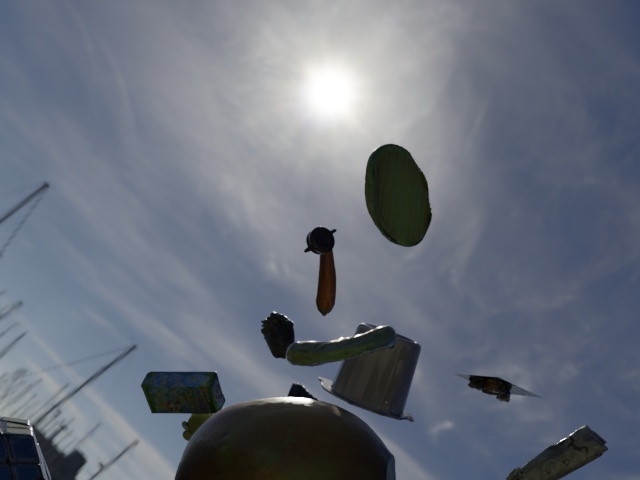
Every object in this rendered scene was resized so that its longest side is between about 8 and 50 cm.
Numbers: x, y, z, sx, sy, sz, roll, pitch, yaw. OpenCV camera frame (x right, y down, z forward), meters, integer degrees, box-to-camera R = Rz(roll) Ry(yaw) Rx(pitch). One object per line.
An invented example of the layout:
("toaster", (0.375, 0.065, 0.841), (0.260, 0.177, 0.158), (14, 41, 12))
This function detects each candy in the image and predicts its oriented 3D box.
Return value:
("candy", (-0.348, 0.385, 2.074), (0.195, 0.062, 0.097), (-3, -61, 17))

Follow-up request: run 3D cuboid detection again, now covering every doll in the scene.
("doll", (-0.295, 0.497, 2.047), (0.162, 0.106, 0.062), (-103, -158, -54))

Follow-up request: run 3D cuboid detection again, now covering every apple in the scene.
("apple", (-0.040, 0.411, 1.268), (0.374, 0.374, 0.384), (44, 6, 5))

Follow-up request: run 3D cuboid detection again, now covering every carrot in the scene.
("carrot", (0.019, 0.091, 2.420), (0.062, 0.271, 0.066), (-5, -18, 20))

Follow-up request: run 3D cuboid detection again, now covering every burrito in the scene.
("burrito", (0.438, 0.415, 1.531), (0.064, 0.203, 0.064), (55, 8, -12))

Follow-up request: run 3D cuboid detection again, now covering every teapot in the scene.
("teapot", (0.000, 0.000, 2.002), (0.067, 0.100, 0.045), (57, -30, -4))

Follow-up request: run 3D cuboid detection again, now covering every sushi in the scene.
("sushi", (0.433, 0.370, 2.000), (0.201, 0.031, 0.139), (27, -21, -37))

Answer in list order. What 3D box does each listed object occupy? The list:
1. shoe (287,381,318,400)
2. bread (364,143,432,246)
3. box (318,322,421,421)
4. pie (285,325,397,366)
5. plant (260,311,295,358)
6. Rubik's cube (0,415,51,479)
("shoe", (-0.008, 0.421, 1.993), (0.106, 0.091, 0.207), (-15, -53, 37))
("bread", (0.218, -0.124, 2.280), (0.045, 0.301, 0.301), (-12, -60, 41))
("box", (0.142, 0.338, 2.207), (0.262, 0.206, 0.291), (23, -1, -43))
("pie", (0.047, 0.216, 1.658), (0.240, 0.241, 0.054), (149, -69, -65))
("plant", (-0.121, 0.274, 2.390), (0.143, 0.092, 0.094), (-114, -148, -49))
("Rubik's cube", (-0.585, 0.428, 1.345), (0.319, 0.319, 0.264), (50, -48, -7))
